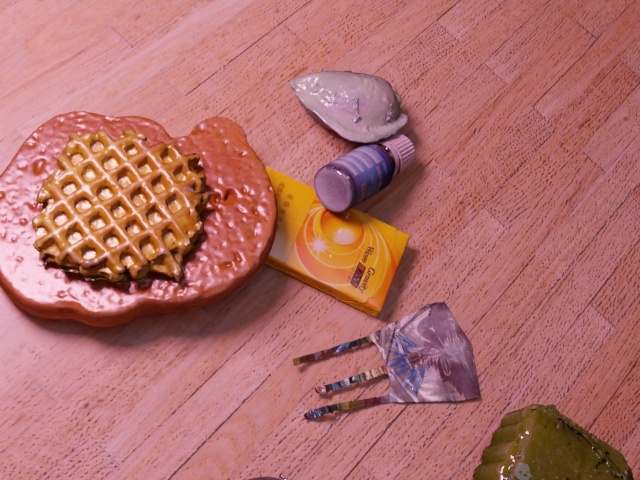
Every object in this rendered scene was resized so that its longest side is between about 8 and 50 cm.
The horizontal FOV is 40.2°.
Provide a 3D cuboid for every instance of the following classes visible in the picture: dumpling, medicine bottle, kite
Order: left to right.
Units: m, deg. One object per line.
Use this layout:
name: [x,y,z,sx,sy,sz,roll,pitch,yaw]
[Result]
dumpling: [0.054,-0.233,1.491,0.217,0.149,0.104,7,106,-18]
medicine bottle: [0.078,-0.119,1.460,0.083,0.083,0.203,48,45,8]
kite: [0.105,0.191,1.394,0.310,0.015,0.169,-6,69,-20]

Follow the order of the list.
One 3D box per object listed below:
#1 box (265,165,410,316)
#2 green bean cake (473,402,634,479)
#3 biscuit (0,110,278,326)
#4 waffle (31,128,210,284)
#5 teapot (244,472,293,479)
box: [0.000,0.000,1.430,0.269,0.043,0.152,25,65,-3]
green bean cake: [0.349,0.375,1.325,0.214,0.113,0.200,33,62,-1]
biscuit: [-0.293,-0.037,1.331,0.456,0.078,0.349,2,60,-7]
waffle: [-0.289,-0.052,1.280,0.245,0.052,0.254,11,62,-4]
teapot: [-0.063,0.391,1.208,0.108,0.111,0.149,-21,68,-37]
